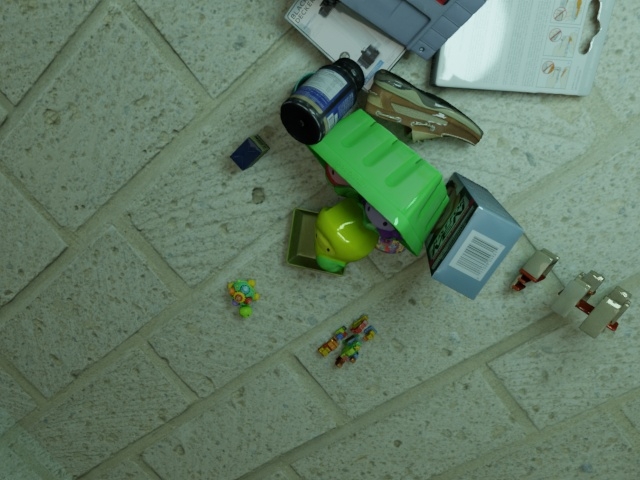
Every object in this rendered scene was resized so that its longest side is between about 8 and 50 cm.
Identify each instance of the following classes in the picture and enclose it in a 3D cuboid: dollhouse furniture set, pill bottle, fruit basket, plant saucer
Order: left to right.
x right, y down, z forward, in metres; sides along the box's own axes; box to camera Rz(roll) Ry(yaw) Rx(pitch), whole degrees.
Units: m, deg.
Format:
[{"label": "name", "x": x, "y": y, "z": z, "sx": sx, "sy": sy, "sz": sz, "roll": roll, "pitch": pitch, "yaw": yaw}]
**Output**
[{"label": "plant saucer", "x": 0.000, "y": 0.000, "z": 1.325, "sx": 0.188, "sy": 0.045, "sz": 0.189, "roll": 12, "pitch": 110, "yaw": 6}, {"label": "pill bottle", "x": 0.012, "y": -0.340, "z": 1.044, "sx": 0.122, "sy": 0.219, "sz": 0.123, "roll": 29, "pitch": 151, "yaw": 18}, {"label": "fruit basket", "x": 0.092, "y": -0.085, "z": 1.116, "sx": 0.391, "sy": 0.283, "sz": 0.392, "roll": -7, "pitch": 70, "yaw": 21}, {"label": "dollhouse furniture set", "x": 0.662, "y": 0.147, "z": 1.162, "sx": 0.259, "sy": 0.262, "sz": 0.135, "roll": 41, "pitch": 117, "yaw": 31}]

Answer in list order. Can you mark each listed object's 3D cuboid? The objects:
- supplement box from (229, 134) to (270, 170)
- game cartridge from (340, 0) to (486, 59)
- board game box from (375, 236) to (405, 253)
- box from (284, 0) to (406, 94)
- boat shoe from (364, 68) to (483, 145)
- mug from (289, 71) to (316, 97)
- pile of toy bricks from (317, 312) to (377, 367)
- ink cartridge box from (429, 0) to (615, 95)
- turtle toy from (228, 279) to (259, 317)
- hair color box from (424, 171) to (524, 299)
[{"label": "supplement box", "x": -0.202, "y": -0.253, "z": 1.254, "sx": 0.083, "sy": 0.083, "sz": 0.056, "roll": -39, "pitch": 98, "yaw": 20}, {"label": "game cartridge", "x": 0.166, "y": -0.550, "z": 0.903, "sx": 0.355, "sy": 0.068, "sz": 0.230, "roll": 23, "pitch": 152, "yaw": -22}, {"label": "board game box", "x": 0.211, "y": -0.034, "z": 1.281, "sx": 0.133, "sy": 0.033, "sz": 0.169, "roll": 26, "pitch": 112, "yaw": 1}, {"label": "box", "x": 0.071, "y": -0.530, "z": 1.108, "sx": 0.290, "sy": 0.087, "sz": 0.169, "roll": 42, "pitch": 110, "yaw": -5}, {"label": "boat shoe", "x": 0.257, "y": -0.314, "z": 1.111, "sx": 0.323, "sy": 0.123, "sz": 0.120, "roll": 22, "pitch": 117, "yaw": -16}, {"label": "mug", "x": -0.005, "y": -0.365, "z": 1.166, "sx": 0.157, "sy": 0.097, "sz": 0.130, "roll": 13, "pitch": 83, "yaw": -17}, {"label": "pile of toy bricks", "x": 0.090, "y": 0.342, "z": 1.393, "sx": 0.212, "sy": 0.105, "sz": 0.118, "roll": -40, "pitch": 98, "yaw": 20}, {"label": "ink cartridge box", "x": 0.479, "y": -0.520, "z": 1.051, "sx": 0.384, "sy": 0.091, "sz": 0.308, "roll": 4, "pitch": 109, "yaw": 0}, {"label": "turtle toy", "x": -0.253, "y": 0.189, "z": 1.424, "sx": 0.095, "sy": 0.066, "sz": 0.130, "roll": -10, "pitch": 106, "yaw": 14}, {"label": "hair color box", "x": 0.351, "y": -0.031, "z": 1.073, "sx": 0.113, "sy": 0.374, "sz": 0.185, "roll": 28, "pitch": 111, "yaw": -1}]
